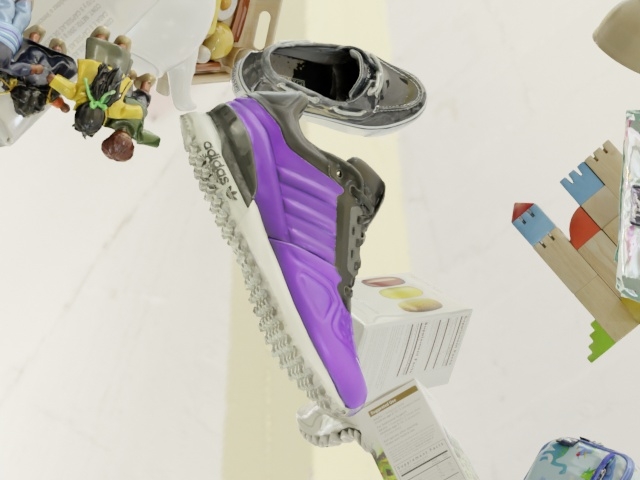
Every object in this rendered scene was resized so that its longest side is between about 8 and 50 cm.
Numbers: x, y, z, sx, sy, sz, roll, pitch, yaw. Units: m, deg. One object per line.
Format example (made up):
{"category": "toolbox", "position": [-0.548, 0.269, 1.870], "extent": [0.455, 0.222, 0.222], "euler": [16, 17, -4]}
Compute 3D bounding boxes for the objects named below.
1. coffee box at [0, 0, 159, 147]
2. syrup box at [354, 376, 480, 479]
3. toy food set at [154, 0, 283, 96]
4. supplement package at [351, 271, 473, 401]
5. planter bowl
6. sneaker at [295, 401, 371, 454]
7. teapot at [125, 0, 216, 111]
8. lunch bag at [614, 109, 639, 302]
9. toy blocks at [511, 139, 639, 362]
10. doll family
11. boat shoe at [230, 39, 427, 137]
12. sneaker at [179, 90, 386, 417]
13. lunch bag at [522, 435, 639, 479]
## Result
{"category": "coffee box", "position": [-0.354, -0.322, 1.186], "extent": [0.337, 0.338, 0.334], "euler": [-48, -160, -18]}
{"category": "syrup box", "position": [0.137, 0.292, 1.376], "extent": [0.096, 0.093, 0.237], "euler": [-32, -123, 6]}
{"category": "toy food set", "position": [-0.172, -0.373, 2.069], "extent": [0.092, 0.306, 0.219], "euler": [22, -71, 23]}
{"category": "supplement package", "position": [0.085, 0.140, 1.697], "extent": [0.139, 0.244, 0.133], "euler": [32, -65, 38]}
{"category": "planter bowl", "position": [0.548, -0.350, 1.905], "extent": [0.162, 0.162, 0.109], "euler": [-106, -145, -50]}
{"category": "sneaker", "position": [0.045, 0.271, 1.876], "extent": [0.110, 0.118, 0.292], "euler": [-31, -170, -31]}
{"category": "teapot", "position": [-0.281, -0.307, 1.614], "extent": [0.252, 0.256, 0.187], "euler": [113, -5, -82]}
{"category": "lunch bag", "position": [0.435, -0.033, 1.240], "extent": [0.262, 0.160, 0.223], "euler": [8, -77, 43]}
{"category": "toy blocks", "position": [0.476, -0.037, 1.752], "extent": [0.381, 0.191, 0.261], "euler": [-42, -102, 12]}
{"category": "doll family", "position": [-0.211, -0.131, 0.930], "extent": [0.076, 0.193, 0.111], "euler": [128, -24, -48]}
{"category": "boat shoe", "position": [0.035, -0.208, 1.507], "extent": [0.102, 0.301, 0.108], "euler": [-23, -114, 53]}
{"category": "sneaker", "position": [0.000, 0.000, 0.982], "extent": [0.146, 0.293, 0.102], "euler": [-24, 176, -13]}
{"category": "lunch bag", "position": [0.319, 0.362, 1.473], "extent": [0.219, 0.090, 0.176], "euler": [-53, -157, -13]}
